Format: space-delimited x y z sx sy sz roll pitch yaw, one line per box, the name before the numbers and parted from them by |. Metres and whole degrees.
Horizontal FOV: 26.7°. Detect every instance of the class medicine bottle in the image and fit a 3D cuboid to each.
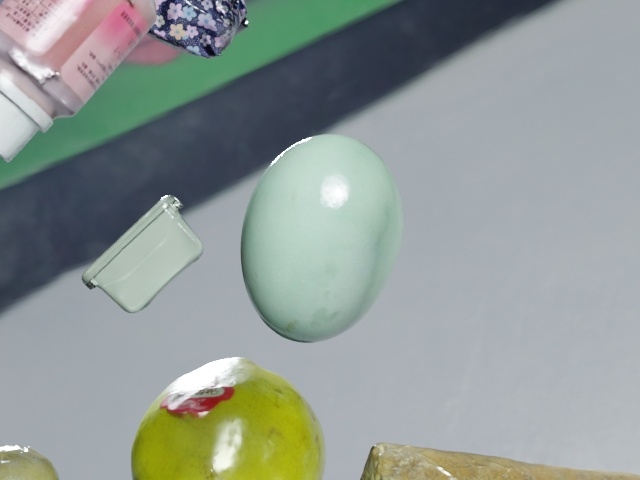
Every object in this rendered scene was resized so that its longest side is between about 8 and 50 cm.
medicine bottle | -0.304 -0.210 1.493 0.247 0.147 0.147 -50 -16 -7

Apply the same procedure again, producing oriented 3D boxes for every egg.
egg | 0.000 0.000 1.422 0.168 0.168 0.231 -6 -63 -44

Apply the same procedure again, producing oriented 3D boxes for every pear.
pear | -0.133 0.309 2.016 0.287 0.287 0.375 -27 21 12

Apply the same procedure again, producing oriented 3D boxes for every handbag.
handbag | -0.211 -0.363 1.997 0.127 0.228 0.208 -61 8 21

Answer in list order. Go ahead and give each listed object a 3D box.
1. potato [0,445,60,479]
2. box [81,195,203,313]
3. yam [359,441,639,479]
potato | -0.455 0.380 1.879 0.235 0.160 0.178 -45 -7 29
box | -0.236 0.026 1.858 0.172 0.093 0.124 -43 2 -2
yam | 0.200 0.212 1.046 0.356 0.081 0.081 9 -28 -14
